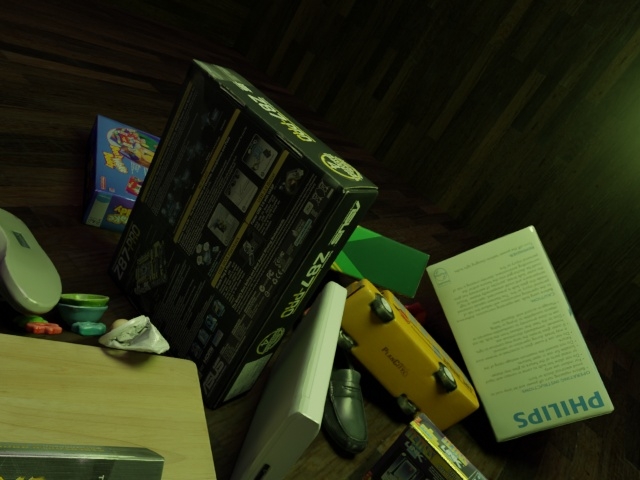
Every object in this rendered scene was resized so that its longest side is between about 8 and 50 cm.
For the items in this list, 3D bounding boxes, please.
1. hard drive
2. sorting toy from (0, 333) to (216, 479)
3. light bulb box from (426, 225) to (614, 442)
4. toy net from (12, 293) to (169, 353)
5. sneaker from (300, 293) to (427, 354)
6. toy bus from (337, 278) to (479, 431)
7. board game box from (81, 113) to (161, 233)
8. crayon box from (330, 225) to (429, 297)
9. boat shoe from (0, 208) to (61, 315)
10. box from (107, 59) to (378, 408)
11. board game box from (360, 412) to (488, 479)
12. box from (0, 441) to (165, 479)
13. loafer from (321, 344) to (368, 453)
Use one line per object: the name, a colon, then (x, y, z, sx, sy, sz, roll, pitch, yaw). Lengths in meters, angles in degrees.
hard drive: (-0.040, 0.205, 0.707, 0.040, 0.203, 0.307, 31, 22, -5)
sorting toy: (-0.249, 0.232, 0.529, 0.257, 0.089, 0.255, 17, 27, -32)
light bulb box: (0.427, 0.176, 1.117, 0.358, 0.225, 0.361, -4, 71, -67)
toy net: (-0.288, 0.103, 0.659, 0.232, 0.045, 0.122, 5, -4, 36)
sneaker: (0.098, 0.158, 1.075, 0.313, 0.136, 0.116, 14, 28, -38)
toy bus: (0.150, 0.208, 0.950, 0.333, 0.108, 0.130, 47, 17, -12)
board game box: (-0.378, -0.130, 1.113, 0.233, 0.078, 0.347, 18, 27, -32)
crayon box: (0.000, 0.000, 1.119, 0.313, 0.106, 0.363, 22, -3, -24)
boat shoe: (-0.428, 0.041, 0.703, 0.227, 0.081, 0.079, 42, 3, 36)
box: (-0.144, -0.006, 0.755, 0.318, 0.395, 0.097, 42, 26, 23)
board game box: (0.161, 0.361, 0.734, 0.170, 0.141, 0.048, 44, 25, 24)
box: (-0.225, 0.263, 0.353, 0.183, 0.231, 0.056, 18, -18, -31)
loafer: (0.034, 0.251, 0.873, 0.076, 0.078, 0.223, 20, 25, -26)
